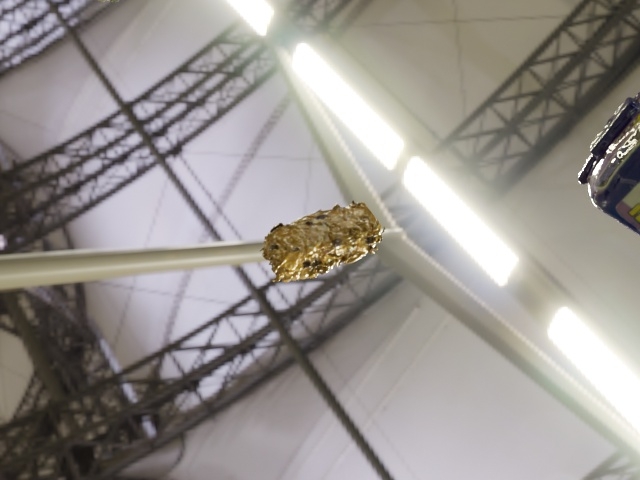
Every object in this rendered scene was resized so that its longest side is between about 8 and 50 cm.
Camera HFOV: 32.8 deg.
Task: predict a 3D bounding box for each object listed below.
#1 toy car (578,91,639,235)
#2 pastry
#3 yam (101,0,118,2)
[{"bbox_3d":[0.420,-0.054,1.225,0.235,0.158,0.172,33,-63,-1],"label":"toy car"},{"bbox_3d":[0.000,0.000,1.225,0.080,0.140,0.056,-123,-154,-47],"label":"pastry"},{"bbox_3d":[-0.200,-0.161,0.425,0.106,0.259,0.106,-2,-93,55],"label":"yam"}]
